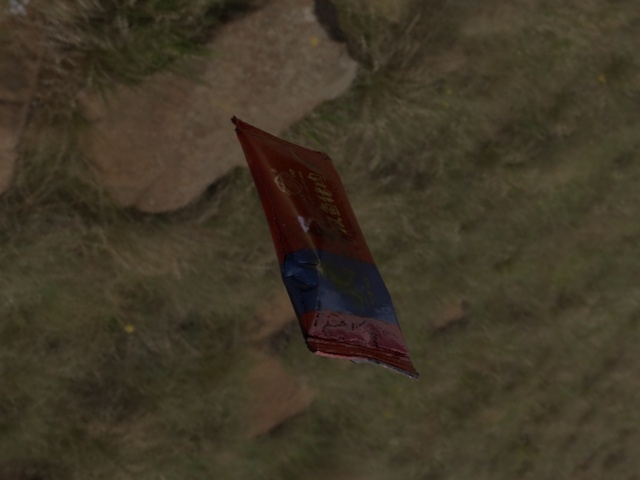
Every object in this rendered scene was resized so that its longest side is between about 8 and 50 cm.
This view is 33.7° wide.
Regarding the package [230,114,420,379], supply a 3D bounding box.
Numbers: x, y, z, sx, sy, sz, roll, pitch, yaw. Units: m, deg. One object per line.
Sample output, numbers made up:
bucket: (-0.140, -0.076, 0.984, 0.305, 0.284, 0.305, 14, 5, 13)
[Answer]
package: (0.000, 0.000, 0.658, 0.083, 0.200, 0.022, 15, 129, -36)
